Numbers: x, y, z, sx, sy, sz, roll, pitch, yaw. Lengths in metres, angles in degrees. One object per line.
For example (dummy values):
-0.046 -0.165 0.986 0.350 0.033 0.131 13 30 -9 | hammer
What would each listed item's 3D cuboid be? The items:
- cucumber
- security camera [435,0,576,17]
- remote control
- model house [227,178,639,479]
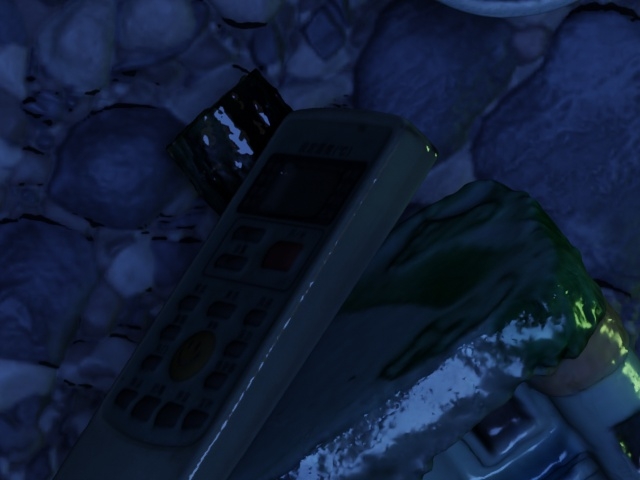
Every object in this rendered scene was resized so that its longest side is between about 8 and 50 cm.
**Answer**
0.002 -0.001 1.179 0.078 0.062 0.211 -42 99 -9 | cucumber
0.126 -0.239 1.139 0.236 0.194 0.194 -26 96 -8 | security camera
-0.049 0.048 1.058 0.038 0.123 0.285 43 72 -29 | remote control
0.100 0.173 1.129 0.267 0.194 0.325 -36 113 1 | model house
